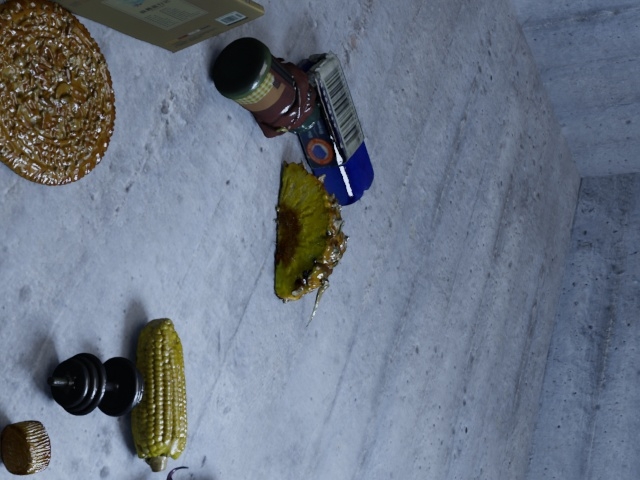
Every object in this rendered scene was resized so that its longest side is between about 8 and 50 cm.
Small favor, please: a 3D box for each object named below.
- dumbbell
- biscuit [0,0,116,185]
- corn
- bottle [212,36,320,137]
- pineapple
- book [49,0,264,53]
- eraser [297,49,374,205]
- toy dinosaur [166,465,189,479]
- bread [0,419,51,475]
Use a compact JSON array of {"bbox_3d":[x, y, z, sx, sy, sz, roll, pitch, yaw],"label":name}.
[{"bbox_3d":[-0.352,0.230,1.566,0.208,0.099,0.099,20,70,-58],"label":"dumbbell"},{"bbox_3d":[-0.429,-0.235,1.554,0.305,0.038,0.305,11,77,-58],"label":"biscuit"},{"bbox_3d":[-0.275,0.264,1.694,0.097,0.097,0.262,14,74,-57],"label":"corn"},{"bbox_3d":[-0.095,-0.295,2.014,0.156,0.143,0.271,-55,144,2],"label":"bottle"},{"bbox_3d":[0.003,0.001,2.122,0.158,0.161,0.335,33,57,-55],"label":"pineapple"},{"bbox_3d":[-0.268,-0.397,1.668,0.310,0.216,0.021,11,67,-58],"label":"book"},{"bbox_3d":[0.023,-0.254,2.239,0.155,0.101,0.332,-52,130,-50],"label":"eraser"},{"bbox_3d":[-0.288,0.448,1.662,0.197,0.080,0.045,-49,124,-49],"label":"toy dinosaur"},{"bbox_3d":[-0.428,0.303,1.449,0.053,0.085,0.085,-9,94,-51],"label":"bread"}]
